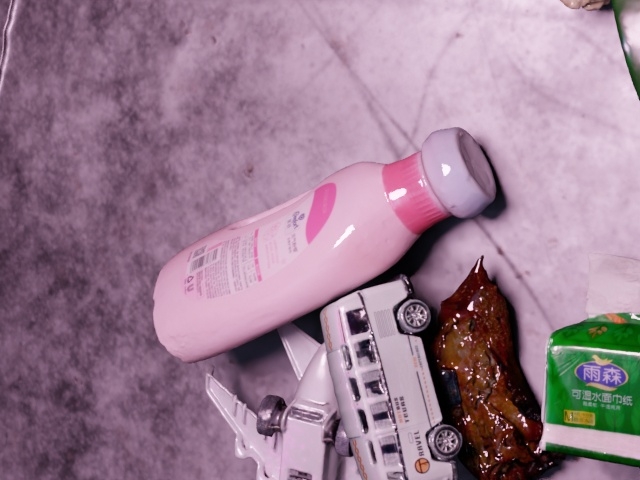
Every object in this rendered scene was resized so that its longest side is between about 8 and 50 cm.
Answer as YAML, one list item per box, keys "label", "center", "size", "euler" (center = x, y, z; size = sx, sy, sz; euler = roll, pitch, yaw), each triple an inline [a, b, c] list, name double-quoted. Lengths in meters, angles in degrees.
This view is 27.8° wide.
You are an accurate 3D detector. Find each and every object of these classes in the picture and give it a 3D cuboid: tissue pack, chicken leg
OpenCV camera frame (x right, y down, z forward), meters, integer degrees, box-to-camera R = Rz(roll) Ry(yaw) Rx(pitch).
- label: "tissue pack"
  center: [0.295, 0.098, 1.010]
  size: [0.209, 0.148, 0.156]
  euler: [7, 100, 30]
- label: "chicken leg"
  center: [0.150, 0.137, 1.148]
  size: [0.105, 0.063, 0.234]
  euler: [-24, 83, 24]

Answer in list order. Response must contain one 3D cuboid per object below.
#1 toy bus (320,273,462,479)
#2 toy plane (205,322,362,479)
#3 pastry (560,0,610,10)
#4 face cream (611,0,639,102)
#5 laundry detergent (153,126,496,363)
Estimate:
- label: "toy bus"
  center: [0.059, 0.132, 1.132]
  size: [0.087, 0.089, 0.194]
  euler: [145, 111, -72]
- label: "toy plane"
  center: [-0.007, 0.205, 1.225]
  size: [0.251, 0.101, 0.255]
  euler: [12, 103, 18]
- label: "pastry"
  center: [0.152, -0.288, 1.075]
  size: [0.258, 0.089, 0.121]
  euler: [31, 114, 24]
- label: "face cream"
  center: [0.377, -0.167, 0.774]
  size: [0.357, 0.219, 0.312]
  euler: [-16, 92, 33]
- label: "laundry detergent"
  center: [0.000, 0.000, 1.179]
  size: [0.335, 0.159, 0.088]
  euler: [-27, 122, 24]
